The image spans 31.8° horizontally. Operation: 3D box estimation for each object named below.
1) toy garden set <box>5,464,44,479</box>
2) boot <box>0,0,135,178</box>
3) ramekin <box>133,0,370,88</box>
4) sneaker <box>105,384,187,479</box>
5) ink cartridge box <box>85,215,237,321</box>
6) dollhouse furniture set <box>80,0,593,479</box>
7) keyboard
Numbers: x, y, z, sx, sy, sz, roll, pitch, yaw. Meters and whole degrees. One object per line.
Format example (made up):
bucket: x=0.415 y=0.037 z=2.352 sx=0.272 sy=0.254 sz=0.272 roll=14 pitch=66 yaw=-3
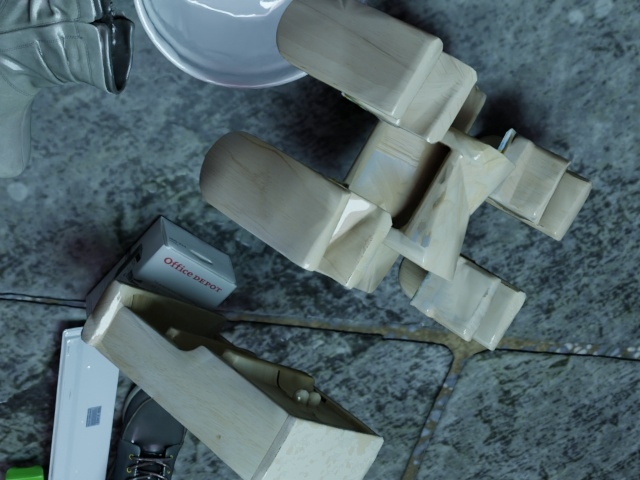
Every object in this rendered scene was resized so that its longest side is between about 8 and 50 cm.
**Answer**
toy garden set: x=-0.451 y=0.354 z=1.361 sx=0.244 sy=0.049 sz=0.204 roll=-4 pitch=125 yaw=-11
boot: x=-0.241 y=-0.146 z=0.975 sx=0.161 sy=0.083 sz=0.246 roll=14 pitch=126 yaw=16
ramekin: x=-0.063 y=-0.247 z=0.968 sx=0.207 sy=0.109 sz=0.207 roll=-7 pitch=127 yaw=-9
sneaker: x=-0.195 y=0.267 z=1.308 sx=0.083 sy=0.118 sz=0.222 roll=8 pitch=123 yaw=-18
ink cartridge box: x=-0.170 y=0.054 z=1.197 sx=0.099 sy=0.056 sz=0.135 roll=33 pitch=113 yaw=-32
dollhouse furniture set: x=0.000 y=0.000 z=1.051 sx=0.362 sy=0.256 sz=0.394 roll=25 pitch=96 yaw=-55
keyboard: x=-0.270 y=0.202 z=1.288 sx=0.072 sy=0.014 sz=0.256 roll=-11 pitch=127 yaw=-36
